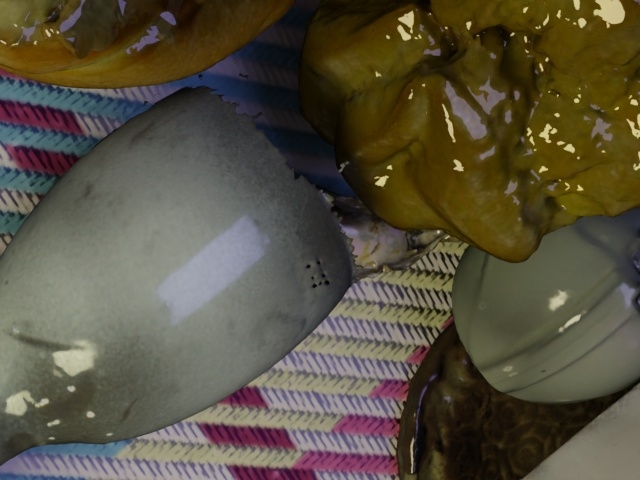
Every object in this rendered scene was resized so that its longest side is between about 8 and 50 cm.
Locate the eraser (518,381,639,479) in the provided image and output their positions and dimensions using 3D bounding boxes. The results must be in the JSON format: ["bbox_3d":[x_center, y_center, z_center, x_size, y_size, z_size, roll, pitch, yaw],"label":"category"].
[{"bbox_3d":[0.324,0.173,1.272,0.331,0.331,0.150,-25,63,-27],"label":"eraser"}]

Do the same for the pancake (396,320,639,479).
[{"bbox_3d":[0.183,0.177,1.366,0.288,0.033,0.286,-5,99,-30],"label":"pancake"}]

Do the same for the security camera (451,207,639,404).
[{"bbox_3d":[0.213,0.003,1.242,0.197,0.191,0.277,45,56,-12],"label":"security camera"}]

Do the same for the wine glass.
[{"bbox_3d":[-0.146,0.061,1.055,0.357,0.190,0.190,-42,114,-18],"label":"wine glass"}]

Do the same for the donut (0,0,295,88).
[{"bbox_3d":[-0.148,-0.276,1.042,0.360,0.170,0.360,-7,102,-35],"label":"donut"}]

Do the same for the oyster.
[{"bbox_3d":[0.000,0.000,1.232,0.199,0.061,0.106,23,88,-24],"label":"oyster"}]

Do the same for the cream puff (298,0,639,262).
[{"bbox_3d":[0.103,-0.142,1.093,0.274,0.323,0.270,-51,137,-9],"label":"cream puff"}]
